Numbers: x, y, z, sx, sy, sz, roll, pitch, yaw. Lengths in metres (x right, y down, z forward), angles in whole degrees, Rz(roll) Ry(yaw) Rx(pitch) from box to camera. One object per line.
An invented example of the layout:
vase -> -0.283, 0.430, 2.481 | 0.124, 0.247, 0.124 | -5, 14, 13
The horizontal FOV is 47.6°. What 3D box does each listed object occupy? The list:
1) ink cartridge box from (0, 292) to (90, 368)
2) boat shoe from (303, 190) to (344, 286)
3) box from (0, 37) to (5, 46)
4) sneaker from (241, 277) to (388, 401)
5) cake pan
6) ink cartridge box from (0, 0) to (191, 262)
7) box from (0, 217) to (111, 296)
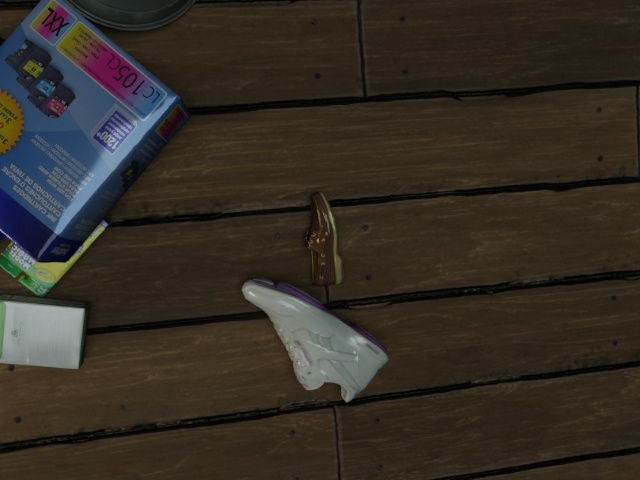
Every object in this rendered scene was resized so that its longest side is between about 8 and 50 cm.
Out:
ink cartridge box -> -0.511, 0.153, 1.244 | 0.209, 0.062, 0.108 | 7, 95, -11
boat shoe -> 0.000, 0.000, 1.323 | 0.060, 0.064, 0.177 | -12, 101, -11
box -> -0.570, -0.257, 1.102 | 0.056, 0.231, 0.183 | 44, 87, -9
sneaker -> -0.025, 0.183, 1.313 | 0.305, 0.114, 0.152 | 35, 88, -12
cake pan -> -0.315, -0.496, 1.184 | 0.293, 0.054, 0.293 | -3, 97, -23
ink cartridge box -> -0.438, -0.148, 1.155 | 0.270, 0.151, 0.395 | 40, 89, 1
box -> -0.461, 0.004, 1.248 | 0.105, 0.043, 0.179 | 41, 89, -11
